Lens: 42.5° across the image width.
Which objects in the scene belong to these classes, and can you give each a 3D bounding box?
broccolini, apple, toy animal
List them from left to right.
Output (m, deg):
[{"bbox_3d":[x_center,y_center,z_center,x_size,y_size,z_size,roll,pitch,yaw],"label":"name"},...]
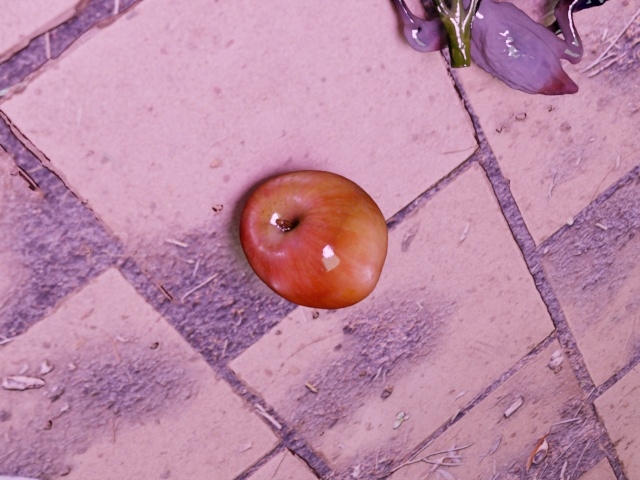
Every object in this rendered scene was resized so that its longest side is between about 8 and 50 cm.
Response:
[{"bbox_3d":[0.000,0.000,1.032,0.199,0.199,0.199,-16,127,-22],"label":"apple"},{"bbox_3d":[0.156,-0.308,0.968,0.091,0.068,0.203,-1,115,5],"label":"broccolini"},{"bbox_3d":[0.231,-0.265,1.052,0.324,0.090,0.195,-15,103,-16],"label":"toy animal"}]
